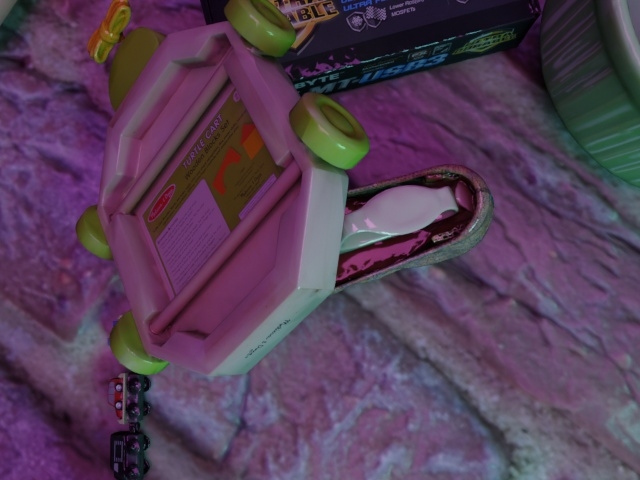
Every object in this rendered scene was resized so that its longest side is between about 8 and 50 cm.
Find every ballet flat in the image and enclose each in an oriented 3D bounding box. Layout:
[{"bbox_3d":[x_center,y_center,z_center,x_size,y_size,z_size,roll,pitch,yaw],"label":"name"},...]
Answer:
[{"bbox_3d":[0.000,0.000,0.552,0.315,0.106,0.108,-21,82,0],"label":"ballet flat"}]

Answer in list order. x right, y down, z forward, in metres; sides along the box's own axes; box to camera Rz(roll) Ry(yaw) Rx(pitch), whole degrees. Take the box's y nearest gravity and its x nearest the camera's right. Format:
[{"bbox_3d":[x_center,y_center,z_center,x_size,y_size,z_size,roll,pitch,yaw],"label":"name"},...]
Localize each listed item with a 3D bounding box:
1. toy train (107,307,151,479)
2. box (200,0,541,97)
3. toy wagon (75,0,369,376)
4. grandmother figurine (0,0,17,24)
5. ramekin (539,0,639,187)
[{"bbox_3d":[-0.177,0.141,0.584,0.036,0.027,0.158,-2,84,13],"label":"toy train"},{"bbox_3d":[0.020,-0.297,0.606,0.295,0.073,0.294,-14,84,0],"label":"box"},{"bbox_3d":[-0.107,-0.069,0.520,0.267,0.068,0.344,-45,57,27],"label":"toy wagon"},{"bbox_3d":[-0.292,-0.334,0.614,0.207,0.104,0.342,38,83,-21],"label":"grandmother figurine"},{"bbox_3d":[0.336,-0.177,0.518,0.303,0.148,0.304,1,85,-7],"label":"ramekin"}]
